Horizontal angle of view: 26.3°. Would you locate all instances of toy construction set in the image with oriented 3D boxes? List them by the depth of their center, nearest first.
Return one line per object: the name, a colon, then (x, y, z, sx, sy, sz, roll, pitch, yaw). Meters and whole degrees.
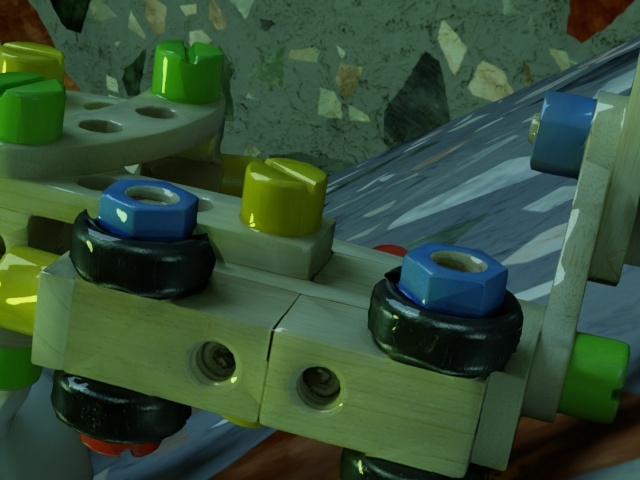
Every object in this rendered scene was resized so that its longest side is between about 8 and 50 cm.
toy construction set: (0.000, 0.000, 0.517, 0.328, 0.151, 0.215, -1, 17, 15)

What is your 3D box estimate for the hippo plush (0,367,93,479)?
hippo plush: (-0.180, 0.105, 0.672, 0.294, 0.234, 0.236, 13, 25, -6)
